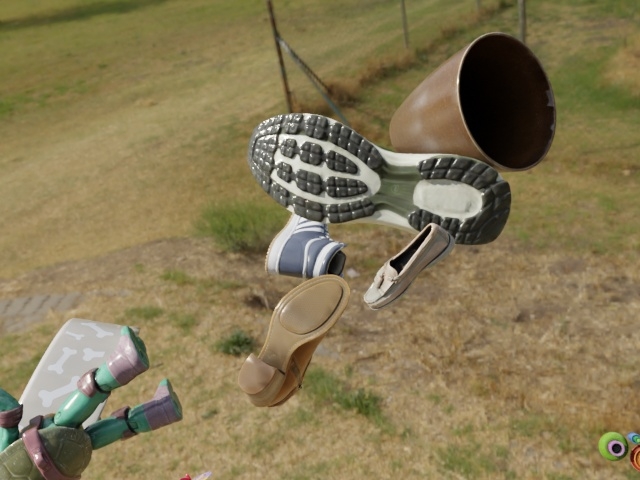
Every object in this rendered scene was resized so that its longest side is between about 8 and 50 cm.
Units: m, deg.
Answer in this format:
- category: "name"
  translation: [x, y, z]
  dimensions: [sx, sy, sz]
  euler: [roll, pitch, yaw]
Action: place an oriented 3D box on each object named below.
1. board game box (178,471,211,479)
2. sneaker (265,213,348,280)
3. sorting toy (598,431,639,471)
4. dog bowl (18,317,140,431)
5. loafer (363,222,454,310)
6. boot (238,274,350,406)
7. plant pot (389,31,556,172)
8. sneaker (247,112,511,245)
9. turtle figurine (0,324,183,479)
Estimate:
- category: "board game box"
  translation: [-0.279, 0.455, 1.275]
  dimensions: [0.168, 0.033, 0.133]
  euler: [-31, -4, -11]
- category: "sneaker"
  translation: [0.000, 0.000, 1.517]
  dimensions: [0.153, 0.099, 0.282]
  euler: [13, 33, 13]
- category: "sorting toy"
  translation: [0.548, 0.370, 1.239]
  dimensions: [0.101, 0.061, 0.042]
  euler: [17, -4, 10]
- category: "dog bowl"
  translation: [-0.373, 0.269, 1.003]
  dimensions: [0.102, 0.349, 0.349]
  euler: [23, 25, -10]
- category: "loafer"
  translation: [0.093, 0.027, 0.796]
  dimensions: [0.125, 0.039, 0.045]
  euler: [-42, 36, 12]
- category: "boot"
  translation: [-0.028, 0.140, 0.948]
  dimensions: [0.073, 0.152, 0.197]
  euler: [41, 81, 21]
- category: "plant pot"
  translation: [0.227, -0.199, 1.166]
  dimensions: [0.215, 0.215, 0.230]
  euler: [-30, 10, -32]
- category: "sneaker"
  translation: [0.084, -0.088, 1.114]
  dimensions: [0.410, 0.158, 0.182]
  euler: [17, 5, 5]
- category: "turtle figurine"
  translation: [-0.260, 0.187, 0.677]
  dimensions: [0.234, 0.175, 0.118]
  euler: [-27, 50, -8]
